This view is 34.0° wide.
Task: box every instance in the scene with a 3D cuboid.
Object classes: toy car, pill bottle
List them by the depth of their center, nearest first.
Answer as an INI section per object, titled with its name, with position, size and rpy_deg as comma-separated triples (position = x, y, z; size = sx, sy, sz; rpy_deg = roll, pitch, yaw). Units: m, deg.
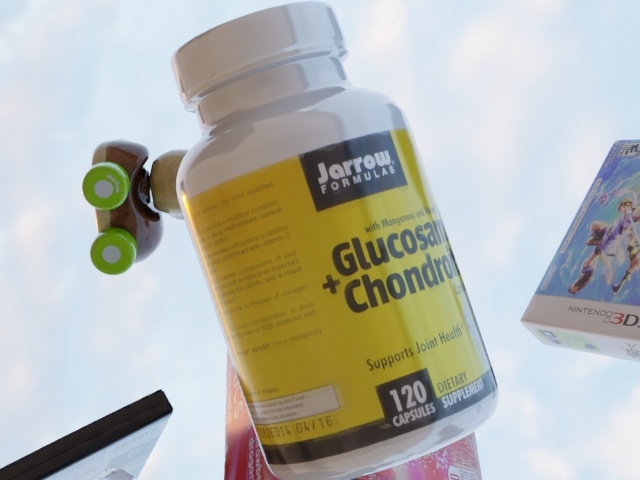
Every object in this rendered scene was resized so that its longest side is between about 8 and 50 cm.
[pill bottle]
position = 0.000, 0.000, 0.441
size = 0.103, 0.103, 0.184
rpy_deg = -20, -92, 45
[toy car]
position = -0.169, -0.048, 1.227
size = 0.155, 0.188, 0.149
rpy_deg = -99, -174, -72

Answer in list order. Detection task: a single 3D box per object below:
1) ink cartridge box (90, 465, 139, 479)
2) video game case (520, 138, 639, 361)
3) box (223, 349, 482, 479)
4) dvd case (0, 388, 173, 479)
[ink cartridge box]
position = -0.054, 0.221, 0.538
size = 0.219, 0.160, 0.093
rpy_deg = 31, -93, 5
[video game case]
position = 0.377, 0.005, 1.152
size = 0.244, 0.061, 0.269
rpy_deg = 6, -120, 56
[box]
position = 0.013, 0.083, 0.721
size = 0.128, 0.122, 0.257
rpy_deg = -51, -151, 39
[dvd case]
position = -0.210, 0.193, 0.785
size = 0.022, 0.180, 0.253
rpy_deg = 59, -26, 13
